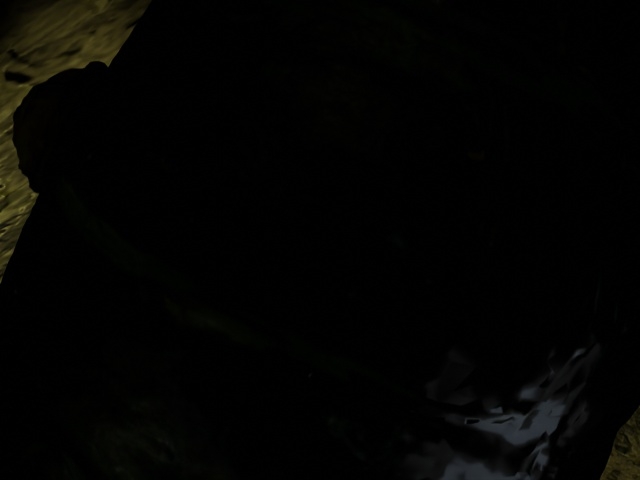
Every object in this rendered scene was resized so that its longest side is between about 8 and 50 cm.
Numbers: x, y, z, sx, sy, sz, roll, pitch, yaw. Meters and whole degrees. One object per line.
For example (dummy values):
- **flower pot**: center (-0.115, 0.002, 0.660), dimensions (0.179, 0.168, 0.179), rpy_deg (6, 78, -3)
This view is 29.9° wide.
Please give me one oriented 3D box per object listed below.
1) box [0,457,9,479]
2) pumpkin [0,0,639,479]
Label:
- **box**: center (-0.211, 0.131, 0.434), dimensions (0.226, 0.226, 0.149), rpy_deg (-33, 171, -4)
- **pumpkin**: center (0.000, 0.000, 0.456), dimensions (0.315, 0.238, 0.315), rpy_deg (-61, -178, 4)
